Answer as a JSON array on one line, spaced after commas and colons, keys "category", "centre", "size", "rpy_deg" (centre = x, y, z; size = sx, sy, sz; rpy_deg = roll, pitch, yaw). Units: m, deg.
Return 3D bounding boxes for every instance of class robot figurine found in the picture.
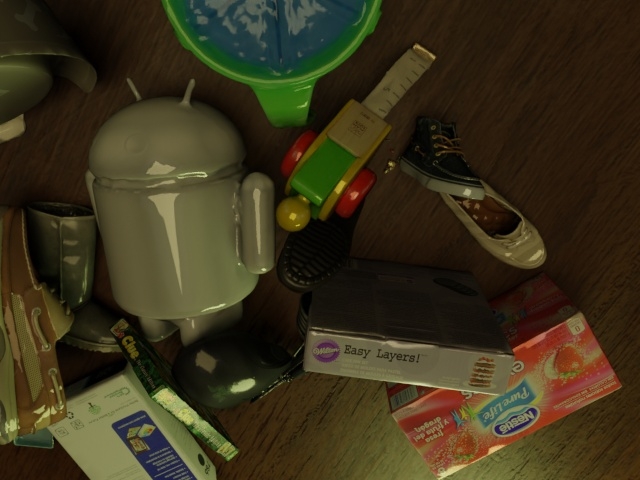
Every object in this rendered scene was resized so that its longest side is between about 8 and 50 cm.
[{"category": "robot figurine", "centre": [-0.190, -0.035, 0.819], "size": [0.300, 0.200, 0.353], "rpy_deg": [6, 112, 23]}]

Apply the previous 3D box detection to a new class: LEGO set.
[{"category": "LEGO set", "centre": [0.080, -0.132, 0.877], "size": [0.083, 0.023, 0.054], "rpy_deg": [29, 107, -10]}]

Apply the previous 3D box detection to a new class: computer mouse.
[{"category": "computer mouse", "centre": [-0.097, 0.193, 0.876], "size": [0.188, 0.272, 0.072], "rpy_deg": [-34, 63, 15]}]

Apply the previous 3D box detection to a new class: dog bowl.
[{"category": "dog bowl", "centre": [-0.444, -0.181, 0.705], "size": [0.349, 0.349, 0.102], "rpy_deg": [-22, 95, 8]}]

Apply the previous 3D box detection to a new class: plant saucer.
[{"category": "plant saucer", "centre": [-0.475, 0.258, 1.019], "size": [0.067, 0.018, 0.192], "rpy_deg": [6, 110, -3]}]

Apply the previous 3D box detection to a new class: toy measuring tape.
[{"category": "toy measuring tape", "centre": [0.044, -0.126, 0.798], "size": [0.121, 0.121, 0.330], "rpy_deg": [45, 62, -14]}]

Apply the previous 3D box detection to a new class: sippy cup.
[{"category": "sippy cup", "centre": [-0.049, -0.305, 0.710], "size": [0.240, 0.224, 0.305], "rpy_deg": [29, 107, -10]}]

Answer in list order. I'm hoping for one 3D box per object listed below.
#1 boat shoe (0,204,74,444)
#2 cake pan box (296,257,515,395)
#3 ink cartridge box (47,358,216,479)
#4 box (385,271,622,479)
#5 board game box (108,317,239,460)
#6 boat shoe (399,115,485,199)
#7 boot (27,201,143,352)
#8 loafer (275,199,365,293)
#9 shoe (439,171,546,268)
[{"category": "boat shoe", "centre": [-0.414, 0.112, 0.864], "size": [0.116, 0.123, 0.324], "rpy_deg": [-3, 93, -36]}, {"category": "cake pan box", "centre": [0.102, 0.102, 0.843], "size": [0.267, 0.245, 0.070], "rpy_deg": [7, 109, -3]}, {"category": "ink cartridge box", "centre": [-0.297, 0.362, 1.025], "size": [0.165, 0.065, 0.332], "rpy_deg": [-25, 109, 7]}, {"category": "box", "centre": [0.258, 0.199, 0.927], "size": [0.300, 0.154, 0.142], "rpy_deg": [-32, 107, 9]}, {"category": "board game box", "centre": [-0.204, 0.220, 0.883], "size": [0.030, 0.136, 0.259], "rpy_deg": [-40, 144, -13]}, {"category": "boat shoe", "centre": [0.160, -0.112, 0.803], "size": [0.065, 0.183, 0.083], "rpy_deg": [7, 107, -22]}, {"category": "boot", "centre": [-0.351, 0.055, 0.927], "size": [0.190, 0.076, 0.208], "rpy_deg": [11, 102, -6]}, {"category": "loafer", "centre": [0.000, 0.000, 0.834], "size": [0.080, 0.220, 0.078], "rpy_deg": [36, 135, -3]}, {"category": "shoe", "centre": [0.249, -0.027, 0.895], "size": [0.219, 0.058, 0.076], "rpy_deg": [40, 105, -13]}]
